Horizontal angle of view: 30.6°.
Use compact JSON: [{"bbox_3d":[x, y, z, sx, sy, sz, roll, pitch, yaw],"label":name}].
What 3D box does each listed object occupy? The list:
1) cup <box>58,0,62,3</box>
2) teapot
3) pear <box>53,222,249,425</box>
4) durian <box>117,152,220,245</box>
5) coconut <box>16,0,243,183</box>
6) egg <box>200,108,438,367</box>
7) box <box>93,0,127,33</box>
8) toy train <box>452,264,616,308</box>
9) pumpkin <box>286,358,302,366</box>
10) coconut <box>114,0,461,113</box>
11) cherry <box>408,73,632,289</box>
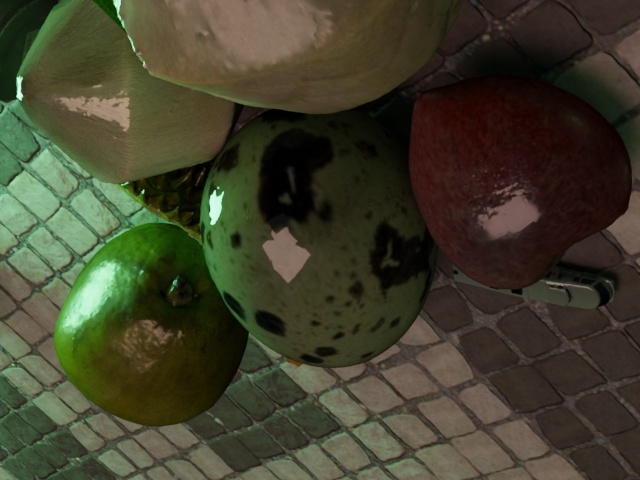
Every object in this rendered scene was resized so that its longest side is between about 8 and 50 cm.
[{"bbox_3d":[-0.269,-0.320,1.473,0.104,0.074,0.116,16,150,-24],"label":"cup"},{"bbox_3d":[-0.440,-0.282,1.549,0.149,0.162,0.239,35,114,13],"label":"teapot"},{"bbox_3d":[-0.228,0.111,1.680,0.287,0.287,0.375,35,154,-2],"label":"pear"},{"bbox_3d":[-0.208,-0.070,1.598,0.394,0.163,0.198,38,144,-3],"label":"durian"},{"bbox_3d":[-0.230,-0.191,1.395,0.237,0.265,0.237,42,140,50],"label":"coconut"},{"bbox_3d":[0.000,0.000,1.433,0.287,0.288,0.379,19,146,17],"label":"egg"},{"bbox_3d":[-0.230,-0.335,1.227,0.345,0.134,0.097,45,153,-17],"label":"box"},{"bbox_3d":[0.271,0.050,1.489,0.207,0.047,0.043,12,136,25],"label":"toy train"},{"bbox_3d":[-0.033,0.134,1.748,0.054,0.074,0.083,4,129,25],"label":"pumpkin"},{"bbox_3d":[-0.046,-0.313,1.060,0.344,0.415,0.415,-36,108,14],"label":"coconut"},{"bbox_3d":[0.213,-0.077,1.296,0.239,0.206,0.239,12,108,41],"label":"cherry"}]
